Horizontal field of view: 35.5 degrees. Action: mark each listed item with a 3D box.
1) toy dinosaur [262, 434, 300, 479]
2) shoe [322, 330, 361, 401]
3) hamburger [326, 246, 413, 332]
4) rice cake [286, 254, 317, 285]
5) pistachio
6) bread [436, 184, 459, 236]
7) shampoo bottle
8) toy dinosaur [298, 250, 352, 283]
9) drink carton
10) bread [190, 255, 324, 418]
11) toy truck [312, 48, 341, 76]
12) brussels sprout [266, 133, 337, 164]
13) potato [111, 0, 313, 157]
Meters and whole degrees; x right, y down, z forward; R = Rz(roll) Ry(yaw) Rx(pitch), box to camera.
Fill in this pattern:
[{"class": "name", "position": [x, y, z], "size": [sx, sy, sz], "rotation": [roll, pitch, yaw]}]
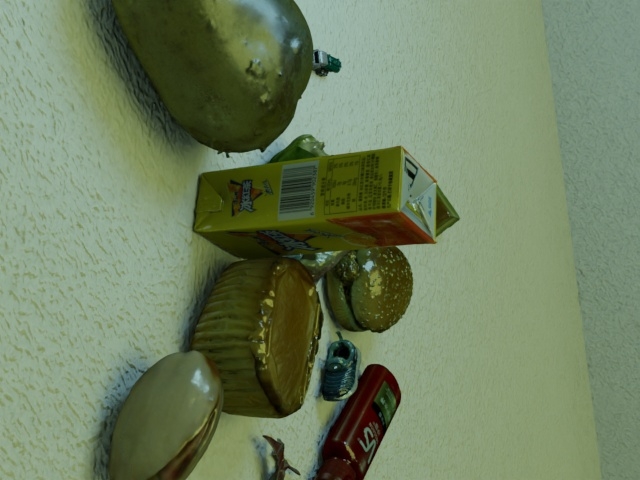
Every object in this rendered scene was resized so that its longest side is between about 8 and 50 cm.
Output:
[{"class": "toy dinosaur", "position": [-0.070, 0.407, 1.698], "size": [0.108, 0.032, 0.220], "rotation": [-67, 151, -48]}, {"class": "shoe", "position": [0.036, 0.243, 1.889], "size": [0.071, 0.064, 0.143], "rotation": [63, 32, -37]}, {"class": "hamburger", "position": [0.097, 0.088, 1.969], "size": [0.215, 0.122, 0.189], "rotation": [10, 79, -59]}, {"class": "rice cake", "position": [0.000, 0.000, 1.886], "size": [0.085, 0.040, 0.226], "rotation": [67, 33, -28]}, {"class": "pistachio", "position": [-0.206, 0.249, 1.354], "size": [0.144, 0.144, 0.215], "rotation": [52, 50, -46]}, {"class": "bread", "position": [0.262, -0.086, 2.421], "size": [0.139, 0.084, 0.074], "rotation": [59, 23, 18]}, {"class": "shampoo bottle", "position": [0.071, 0.373, 1.918], "size": [0.314, 0.076, 0.118], "rotation": [-54, 134, -51]}, {"class": "toy dinosaur", "position": [0.011, 0.028, 1.757], "size": [0.251, 0.072, 0.200], "rotation": [-55, 144, 0]}, {"class": "drink carton", "position": [-0.007, -0.050, 1.550], "size": [0.154, 0.351, 0.111], "rotation": [35, 55, -55]}, {"class": "bread", "position": [-0.096, 0.150, 1.580], "size": [0.227, 0.143, 0.253], "rotation": [56, 37, -40]}, {"class": "toy truck", "position": [0.006, -0.349, 1.954], "size": [0.083, 0.044, 0.039], "rotation": [8, 75, -62]}, {"class": "brussels sprout", "position": [-0.030, -0.105, 1.749], "size": [0.131, 0.145, 0.183], "rotation": [38, 8, -24]}, {"class": "potato", "position": [-0.151, -0.305, 1.469], "size": [0.359, 0.219, 0.269], "rotation": [57, 46, -38]}]
